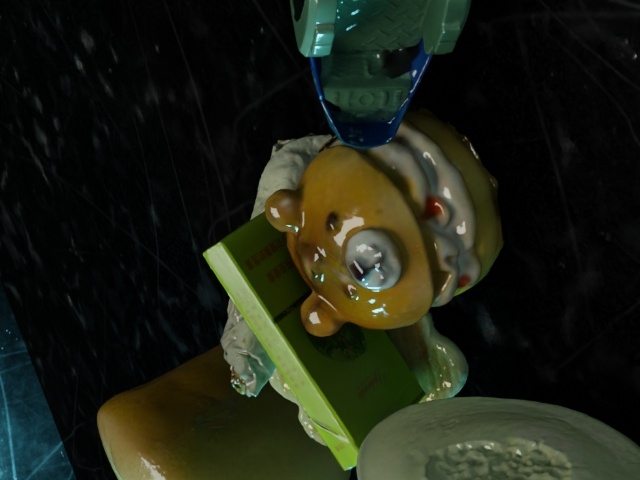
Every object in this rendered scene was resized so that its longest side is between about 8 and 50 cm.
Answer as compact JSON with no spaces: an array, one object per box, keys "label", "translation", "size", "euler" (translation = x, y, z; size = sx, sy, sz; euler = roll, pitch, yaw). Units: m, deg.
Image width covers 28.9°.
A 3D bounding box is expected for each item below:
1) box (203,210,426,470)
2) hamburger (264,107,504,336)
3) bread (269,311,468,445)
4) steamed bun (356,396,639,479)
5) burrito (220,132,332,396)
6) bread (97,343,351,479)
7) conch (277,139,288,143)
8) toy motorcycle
[{"label":"box","translation":[-0.002,0.114,1.636],"size":[0.047,0.187,0.335],"euler":[-32,93,37]},{"label":"hamburger","translation":[0.068,-0.013,1.556],"size":[0.276,0.236,0.276],"euler":[40,145,37]},{"label":"bread","translation":[0.063,0.181,1.773],"size":[0.316,0.054,0.316],"euler":[12,117,24]},{"label":"steamed bun","translation":[0.265,0.397,1.488],"size":[0.456,0.290,0.371],"euler":[27,139,49]},{"label":"burrito","translation":[-0.069,0.028,1.756],"size":[0.117,0.076,0.392],"euler":[-2,69,46]},{"label":"bread","translation":[-0.154,0.329,2.027],"size":[0.348,0.376,0.253],"euler":[53,148,25]},{"label":"conch","translation":[-0.004,0.002,1.828],"size":[0.330,0.093,0.109],"euler":[63,158,6]},{"label":"toy motorcycle","translation":[0.054,-0.228,1.436],"size":[0.326,0.191,0.200],"euler":[104,162,-63]}]
